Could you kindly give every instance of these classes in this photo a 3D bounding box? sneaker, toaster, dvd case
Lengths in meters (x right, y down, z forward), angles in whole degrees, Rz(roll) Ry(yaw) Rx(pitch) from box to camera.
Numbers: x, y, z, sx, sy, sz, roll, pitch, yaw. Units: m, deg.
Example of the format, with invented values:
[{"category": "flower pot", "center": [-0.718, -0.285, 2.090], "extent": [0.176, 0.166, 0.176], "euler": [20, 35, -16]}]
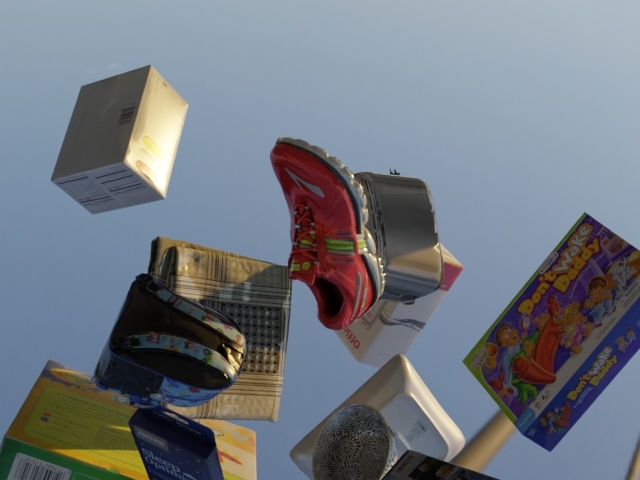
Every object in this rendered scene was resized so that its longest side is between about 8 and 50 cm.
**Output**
[{"category": "sneaker", "center": [0.000, 0.000, 1.219], "extent": [0.107, 0.279, 0.118], "euler": [8, -137, 45]}, {"category": "toaster", "center": [0.091, -0.015, 1.457], "extent": [0.146, 0.227, 0.129], "euler": [7, 160, -41]}, {"category": "dvd case", "center": [0.134, 0.380, 1.327], "extent": [0.180, 0.022, 0.253], "euler": [-44, -163, -20]}]

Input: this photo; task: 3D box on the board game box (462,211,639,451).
[{"category": "board game box", "center": [0.419, 0.148, 1.623], "extent": [0.078, 0.347, 0.233], "euler": [33, -170, -28]}]

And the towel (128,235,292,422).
[{"category": "towel", "center": [-0.186, 0.170, 1.749], "extent": [0.324, 0.312, 0.056], "euler": [13, 170, -38]}]

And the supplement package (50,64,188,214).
[{"category": "supplement package", "center": [-0.428, -0.215, 2.071], "extent": [0.204, 0.145, 0.262], "euler": [-10, -125, 28]}]

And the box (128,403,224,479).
[{"category": "box", "center": [-0.209, 0.322, 1.423], "extent": [0.136, 0.225, 0.036], "euler": [21, -128, 20]}]

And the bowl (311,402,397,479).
[{"category": "bowl", "center": [0.074, 0.365, 1.610], "extent": [0.080, 0.170, 0.170], "euler": [29, -178, -40]}]

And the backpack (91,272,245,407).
[{"category": "backpack", "center": [-0.192, 0.148, 1.262], "extent": [0.173, 0.117, 0.158], "euler": [23, -142, -11]}]

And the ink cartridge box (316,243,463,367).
[{"category": "ink cartridge box", "center": [0.142, 0.103, 2.040], "extent": [0.117, 0.283, 0.207], "euler": [18, -159, -39]}]

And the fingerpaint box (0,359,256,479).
[{"category": "fingerpaint box", "center": [-0.349, 0.422, 1.767], "extent": [0.444, 0.163, 0.371], "euler": [21, -170, -10]}]

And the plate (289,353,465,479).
[{"category": "plate", "center": [0.121, 0.390, 1.779], "extent": [0.278, 0.277, 0.045], "euler": [-41, -150, -8]}]
